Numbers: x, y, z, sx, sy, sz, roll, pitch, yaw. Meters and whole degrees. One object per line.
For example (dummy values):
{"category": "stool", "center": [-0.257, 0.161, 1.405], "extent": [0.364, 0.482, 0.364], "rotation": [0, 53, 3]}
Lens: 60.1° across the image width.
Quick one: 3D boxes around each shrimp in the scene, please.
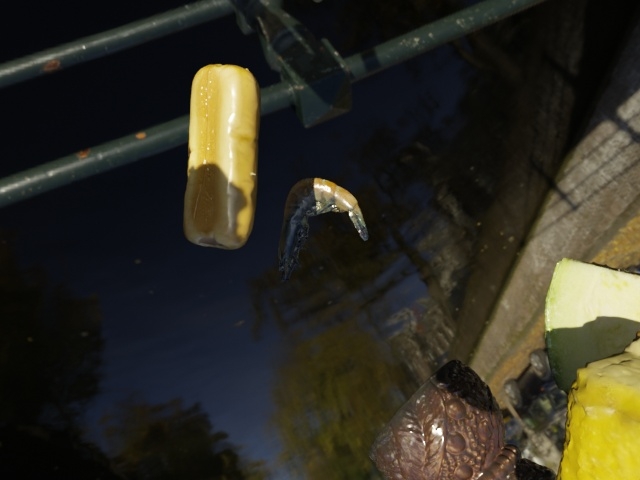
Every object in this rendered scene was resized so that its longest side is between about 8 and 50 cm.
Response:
{"category": "shrimp", "center": [0.000, 0.000, 1.212], "extent": [0.051, 0.197, 0.262], "rotation": [-31, 140, -67]}

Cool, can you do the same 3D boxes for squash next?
{"category": "squash", "center": [0.351, 0.118, 0.611], "extent": [0.085, 0.191, 0.184], "rotation": [-5, 105, -36]}

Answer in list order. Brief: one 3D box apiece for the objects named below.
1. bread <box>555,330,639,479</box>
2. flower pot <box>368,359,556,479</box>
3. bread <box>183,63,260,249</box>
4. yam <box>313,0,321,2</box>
{"category": "bread", "center": [0.297, 0.254, 0.318], "extent": [0.143, 0.323, 0.334], "rotation": [-10, 110, -33]}
{"category": "flower pot", "center": [0.271, 0.408, 1.041], "extent": [0.266, 0.267, 0.267], "rotation": [-36, 152, -23]}
{"category": "bread", "center": [-0.159, -0.138, 0.929], "extent": [0.141, 0.306, 0.091], "rotation": [3, 179, 33]}
{"category": "yam", "center": [0.031, -0.350, 0.693], "extent": [0.027, 0.033, 0.129], "rotation": [29, 146, -28]}
